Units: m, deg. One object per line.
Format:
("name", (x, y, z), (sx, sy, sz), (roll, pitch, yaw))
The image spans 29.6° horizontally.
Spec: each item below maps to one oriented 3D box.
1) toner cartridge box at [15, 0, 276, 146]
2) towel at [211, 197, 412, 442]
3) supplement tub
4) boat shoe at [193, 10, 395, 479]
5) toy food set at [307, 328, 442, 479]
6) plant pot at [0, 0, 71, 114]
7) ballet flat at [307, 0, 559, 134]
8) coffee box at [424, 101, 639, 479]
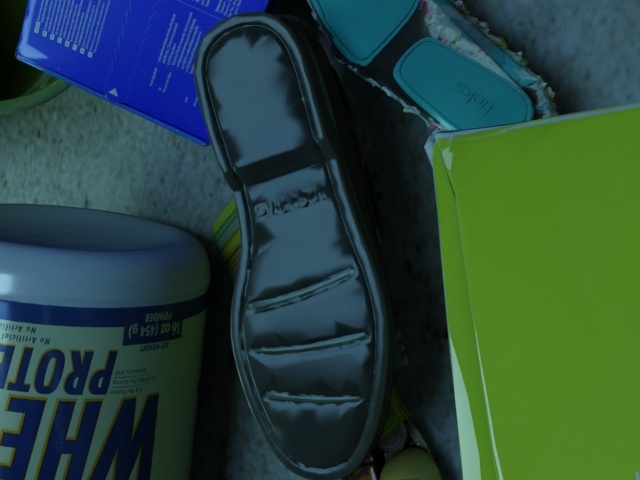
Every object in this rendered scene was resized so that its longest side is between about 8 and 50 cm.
("toner cartridge box", (-0.089, -0.235, 0.818), (0.165, 0.075, 0.348), (26, 134, -3))
("towel", (-0.013, 0.054, 0.897), (0.102, 0.021, 0.237), (-49, 54, 36))
("supplement tub", (-0.216, 0.147, 0.960), (0.235, 0.235, 0.325), (15, 102, 40))
("boat shoe", (0.000, 0.000, 0.812), (0.110, 0.104, 0.307), (-6, 93, 20))
("toy food set", (0.034, 0.173, 0.867), (0.132, 0.038, 0.192), (-27, 74, 40))
("plant pot", (-0.367, -0.186, 1.081), (0.254, 0.276, 0.276), (-32, 71, 50))
("ballet flat", (0.069, -0.122, 0.792), (0.091, 0.077, 0.241), (-44, 62, 13))
("coffee box", (0.279, 0.102, 0.445), (0.337, 0.334, 0.338), (-6, 88, 42))
